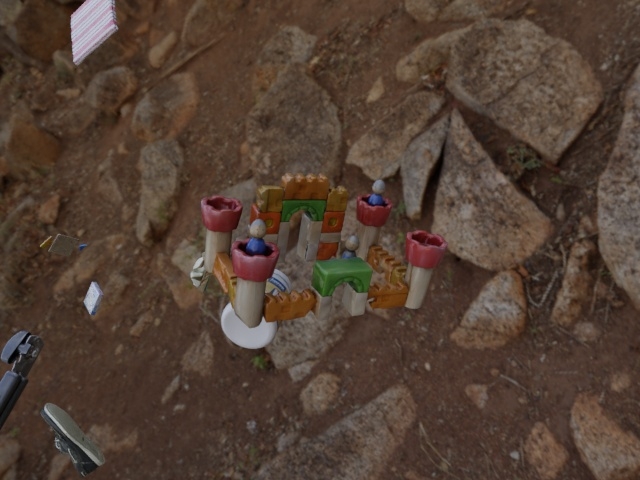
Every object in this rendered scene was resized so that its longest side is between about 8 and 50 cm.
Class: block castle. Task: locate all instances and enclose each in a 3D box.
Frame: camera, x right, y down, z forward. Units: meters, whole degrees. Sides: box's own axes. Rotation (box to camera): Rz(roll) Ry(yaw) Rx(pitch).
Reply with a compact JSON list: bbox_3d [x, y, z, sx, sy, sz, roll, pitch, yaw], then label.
[{"bbox_3d":[0.000,0.000,1.216,0.454,0.212,0.303,-3,27,-26],"label":"block castle"}]

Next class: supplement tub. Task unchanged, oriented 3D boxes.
[{"bbox_3d":[-0.159,0.170,1.522,0.144,0.144,0.199,-26,18,24],"label":"supplement tub"}]

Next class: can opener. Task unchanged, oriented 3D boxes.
[{"bbox_3d":[-0.879,0.391,1.643,0.095,0.076,0.283,14,62,14],"label":"can opener"}]

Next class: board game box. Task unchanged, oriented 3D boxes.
[{"bbox_3d":[-0.836,0.213,2.156,0.090,0.020,0.090,40,109,44],"label":"board game box"}]

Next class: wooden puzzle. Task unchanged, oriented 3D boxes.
[{"bbox_3d":[-0.785,0.013,1.788,0.078,0.116,0.014,-47,48,11],"label":"wooden puzzle"}]

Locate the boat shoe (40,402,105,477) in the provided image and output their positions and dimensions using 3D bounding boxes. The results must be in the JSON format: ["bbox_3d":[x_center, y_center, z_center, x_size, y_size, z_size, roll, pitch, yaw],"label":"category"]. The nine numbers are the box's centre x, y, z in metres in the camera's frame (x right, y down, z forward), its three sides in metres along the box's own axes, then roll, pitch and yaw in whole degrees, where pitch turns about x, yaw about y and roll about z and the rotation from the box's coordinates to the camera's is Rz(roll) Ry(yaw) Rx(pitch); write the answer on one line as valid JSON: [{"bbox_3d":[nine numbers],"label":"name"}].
[{"bbox_3d":[-0.699,0.552,1.616,0.079,0.233,0.084,-35,12,-5],"label":"boat shoe"}]

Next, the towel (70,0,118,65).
[{"bbox_3d":[-0.543,-0.524,1.413,0.144,0.029,0.196,-31,55,21],"label":"towel"}]

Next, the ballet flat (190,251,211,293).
[{"bbox_3d":[-0.390,0.102,1.928,0.206,0.067,0.073,-60,35,38],"label":"ballet flat"}]
